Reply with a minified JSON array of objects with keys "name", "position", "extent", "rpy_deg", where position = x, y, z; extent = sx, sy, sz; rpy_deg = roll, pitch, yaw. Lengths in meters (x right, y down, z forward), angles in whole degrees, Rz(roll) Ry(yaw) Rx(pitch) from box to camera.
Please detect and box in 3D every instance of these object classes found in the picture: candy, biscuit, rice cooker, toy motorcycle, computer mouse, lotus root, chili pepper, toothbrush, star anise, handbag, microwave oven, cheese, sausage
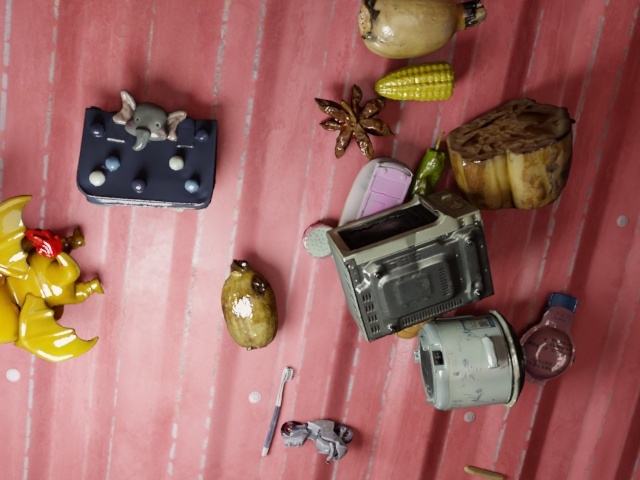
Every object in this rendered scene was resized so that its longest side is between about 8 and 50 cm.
[{"name":"candy","position":[0.000,0.000,1.538],"extent":[0.103,0.043,0.103],"rpy_deg":[-2,102,-10]},{"name":"biscuit","position":[0.279,0.228,1.609],"extent":[0.118,0.023,0.140],"rpy_deg":[6,119,-27]},{"name":"rice cooker","position":[0.420,0.332,1.549],"extent":[0.316,0.317,0.265],"rpy_deg":[-3,63,-6]},{"name":"toy motorcycle","position":[-0.009,0.580,1.621],"extent":[0.215,0.122,0.080],"rpy_deg":[6,117,-8]},{"name":"candy","position":[0.240,-0.408,1.451],"extent":[0.198,0.106,0.094],"rpy_deg":[-5,121,-2]},{"name":"computer mouse","position":[0.143,-0.074,1.515],"extent":[0.158,0.072,0.311],"rpy_deg":[13,105,-24]},{"name":"lotus root","position":[0.490,-0.188,1.433],"extent":[0.316,0.316,0.250],"rpy_deg":[-19,116,-3]},{"name":"chili pepper","position":[0.302,-0.198,1.518],"extent":[0.072,0.073,0.204],"rpy_deg":[14,110,-23]},{"name":"toothbrush","position":[-0.128,0.502,1.641],"extent":[0.026,0.024,0.288],"rpy_deg":[12,100,-23]},{"name":"star anise","position":[0.092,-0.302,1.458],"extent":[0.212,0.111,0.196],"rpy_deg":[-3,111,-15]},{"name":"handbag","position":[-0.419,-0.219,1.377],"extent":[0.325,0.118,0.269],"rpy_deg":[2,81,-10]},{"name":"lotus root","position":[-0.193,0.173,1.509],"extent":[0.145,0.128,0.261],"rpy_deg":[-10,102,5]},{"name":"microwave oven","position":[0.231,0.064,1.423],"extent":[0.354,0.218,0.287],"rpy_deg":[-19,112,-6]},{"name":"cheese","position":[0.685,0.297,1.670],"extent":[0.188,0.074,0.286],"rpy_deg":[14,97,-10]},{"name":"sausage","position":[0.515,0.735,1.768],"extent":[0.132,0.024,0.024],"rpy_deg":[17,100,-11]},{"name":"lotus root","position":[0.251,-0.542,1.381],"extent":[0.309,0.183,0.183],"rpy_deg":[-7,103,-6]}]

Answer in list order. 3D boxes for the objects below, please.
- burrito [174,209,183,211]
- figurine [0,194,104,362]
[{"name":"burrito","position":[-0.450,-0.144,1.449],"extent":[0.229,0.063,0.058],"rpy_deg":[27,138,-4]},{"name":"figurine","position":[-0.755,0.099,1.355],"extent":[0.386,0.268,0.401],"rpy_deg":[-21,115,-16]}]
